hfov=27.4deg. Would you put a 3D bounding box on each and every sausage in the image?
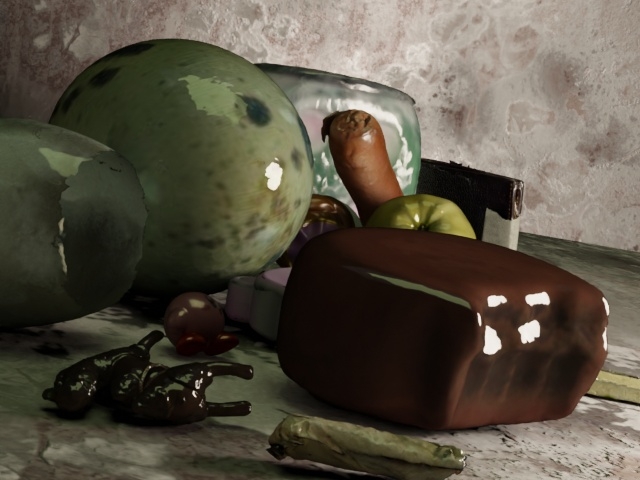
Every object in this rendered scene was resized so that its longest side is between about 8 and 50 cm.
[{"bbox_3d":[0.101,-0.054,2.102,0.094,0.094,0.419,-19,-40,9],"label":"sausage"}]

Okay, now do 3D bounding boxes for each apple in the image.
[{"bbox_3d":[0.148,0.019,1.981,0.200,0.200,0.200,10,7,-1],"label":"apple"}]

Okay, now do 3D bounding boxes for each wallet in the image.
[{"bbox_3d":[0.256,-0.031,2.457,0.262,0.221,0.071,16,15,41],"label":"wallet"}]

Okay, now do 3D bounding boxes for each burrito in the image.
[{"bbox_3d":[0.043,0.177,1.101,0.171,0.042,0.051,15,-24,-8],"label":"burrito"}]

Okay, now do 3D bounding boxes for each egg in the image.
[{"bbox_3d":[-0.182,-0.094,1.733,0.345,0.345,0.428,6,0,-37],"label":"egg"}]

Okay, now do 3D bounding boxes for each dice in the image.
[{"bbox_3d":[-0.015,-0.151,2.508,0.327,0.348,0.330,10,8,-20],"label":"dice"}]

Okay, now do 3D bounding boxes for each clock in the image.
[{"bbox_3d":[0.025,0.091,1.630,0.247,0.090,0.227,4,9,-36],"label":"clock"}]

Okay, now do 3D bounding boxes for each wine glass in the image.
[{"bbox_3d":[-0.364,-0.023,1.407,0.322,0.238,0.238,2,3,22],"label":"wine glass"}]

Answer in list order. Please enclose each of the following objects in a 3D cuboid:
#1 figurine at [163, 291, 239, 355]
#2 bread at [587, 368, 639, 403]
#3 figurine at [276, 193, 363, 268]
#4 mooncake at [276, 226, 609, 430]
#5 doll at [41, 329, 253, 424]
[{"bbox_3d":[-0.140,0.091,1.446,0.067,0.071,0.083,-33,-25,26],"label":"figurine"},{"bbox_3d":[0.374,0.184,1.651,0.153,0.028,0.068,11,7,1],"label":"bread"},{"bbox_3d":[0.000,0.000,2.118,0.189,0.142,0.263,47,6,3],"label":"figurine"},{"bbox_3d":[0.129,0.097,1.375,0.333,0.174,0.326,15,11,14],"label":"mooncake"},{"bbox_3d":[-0.160,0.129,1.166,0.139,0.057,0.165,18,18,37],"label":"doll"}]
